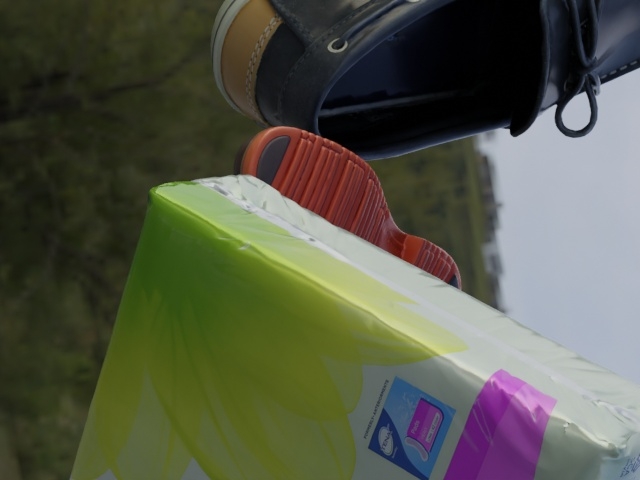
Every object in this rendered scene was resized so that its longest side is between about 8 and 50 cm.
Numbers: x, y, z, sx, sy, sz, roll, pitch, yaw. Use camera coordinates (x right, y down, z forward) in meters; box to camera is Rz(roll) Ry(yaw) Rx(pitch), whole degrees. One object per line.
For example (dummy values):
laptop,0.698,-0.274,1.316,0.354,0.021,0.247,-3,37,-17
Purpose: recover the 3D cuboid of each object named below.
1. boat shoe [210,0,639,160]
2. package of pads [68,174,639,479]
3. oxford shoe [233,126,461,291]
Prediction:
boat shoe,0.163,-0.167,1.492,0.156,0.500,0.187,51,-34,46
package of pads,0.012,0.127,0.997,0.296,0.101,0.229,30,-66,25
oxford shoe,0.000,0.000,1.345,0.271,0.098,0.097,45,65,-49
